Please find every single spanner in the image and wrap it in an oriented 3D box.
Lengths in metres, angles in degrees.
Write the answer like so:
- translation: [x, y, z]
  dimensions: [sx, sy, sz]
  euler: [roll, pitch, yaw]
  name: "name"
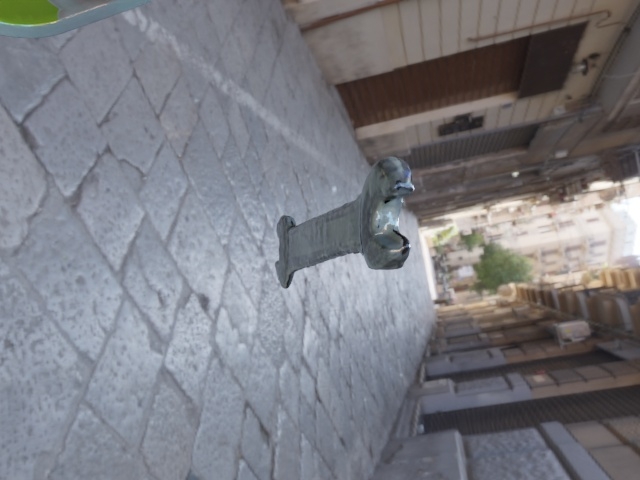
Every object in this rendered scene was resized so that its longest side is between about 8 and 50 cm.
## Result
- translation: [0.000, 0.000, 0.442]
  dimensions: [0.302, 0.018, 0.071]
  euler: [164, -73, -73]
  name: "spanner"

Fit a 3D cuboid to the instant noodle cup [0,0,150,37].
- translation: [-0.288, -0.409, 0.576]
  dimensions: [0.294, 0.294, 0.307]
  euler: [62, 7, -58]
  name: "instant noodle cup"
